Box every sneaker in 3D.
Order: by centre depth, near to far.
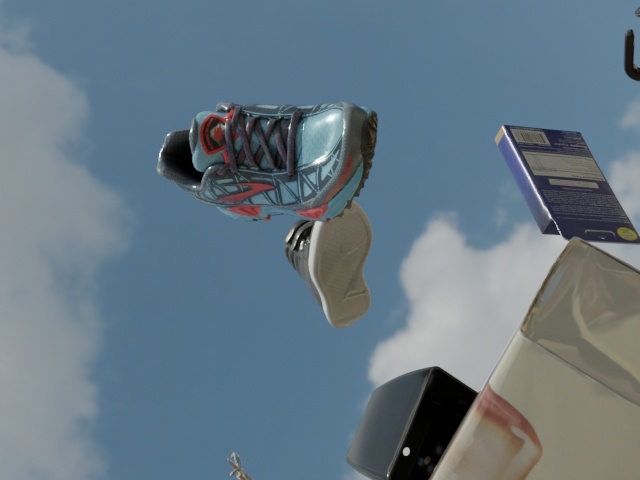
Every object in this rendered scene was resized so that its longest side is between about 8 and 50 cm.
[{"bbox_3d":[-0.058,-0.073,1.169,0.125,0.262,0.104,19,-109,-35],"label":"sneaker"},{"bbox_3d":[0.000,0.000,1.899,0.105,0.147,0.295,-29,-31,-14],"label":"sneaker"}]

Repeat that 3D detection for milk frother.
[{"bbox_3d":[0.624,-0.360,2.346,0.143,0.129,0.134,-49,-41,-40],"label":"milk frother"}]

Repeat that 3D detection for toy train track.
[{"bbox_3d":[-0.112,0.304,1.723,0.048,0.083,0.014,44,-88,-15],"label":"toy train track"}]

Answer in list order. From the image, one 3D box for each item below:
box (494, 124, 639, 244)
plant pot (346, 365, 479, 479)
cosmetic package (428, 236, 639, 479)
[{"bbox_3d":[0.340,-0.068,1.781,0.136,0.225,0.036,3,-46,-25],"label":"box"},{"bbox_3d":[0.151,0.306,1.943,0.187,0.167,0.188,34,-110,-28],"label":"plant pot"},{"bbox_3d":[0.147,0.166,0.888,0.153,0.129,0.296,-44,-18,-56],"label":"cosmetic package"}]
